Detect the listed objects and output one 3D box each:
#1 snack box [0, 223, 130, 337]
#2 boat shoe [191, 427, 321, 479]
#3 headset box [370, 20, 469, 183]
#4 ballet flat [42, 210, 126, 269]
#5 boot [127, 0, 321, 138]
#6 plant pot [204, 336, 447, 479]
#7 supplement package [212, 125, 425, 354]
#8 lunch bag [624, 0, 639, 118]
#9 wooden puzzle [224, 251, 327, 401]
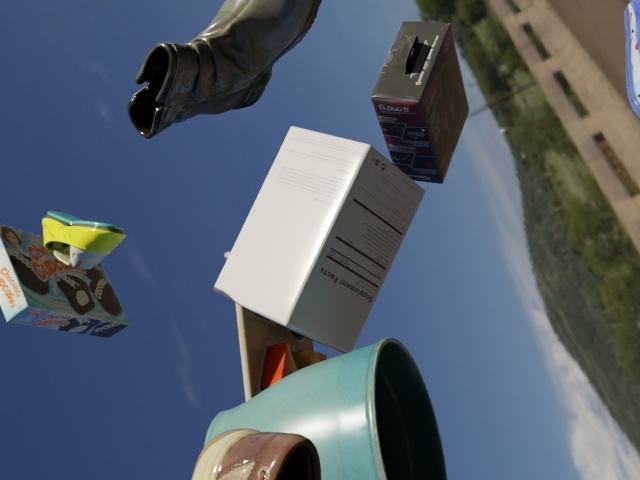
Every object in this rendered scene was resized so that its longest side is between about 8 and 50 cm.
[{"bbox_3d":[-0.515,0.085,1.659,0.187,0.060,0.322,60,-168,20],"label":"snack box"},{"bbox_3d":[-0.046,0.321,0.668,0.123,0.123,0.342,20,-113,-37],"label":"boat shoe"},{"bbox_3d":[0.210,-0.294,1.766,0.218,0.110,0.293,-66,-29,-28],"label":"headset box"},{"bbox_3d":[-0.365,0.004,1.298,0.077,0.231,0.077,13,-92,-39],"label":"ballet flat"},{"bbox_3d":[-0.100,-0.203,0.869,0.083,0.246,0.161,47,-136,13],"label":"boot"},{"bbox_3d":[0.002,0.285,1.089,0.271,0.255,0.272,-16,-90,-71],"label":"plant pot"},{"bbox_3d":[0.000,0.000,1.334,0.177,0.293,0.175,21,172,42],"label":"supplement package"},{"bbox_3d":[0.535,-0.245,1.196,0.243,0.115,0.303,25,-133,-11],"label":"lunch bag"},{"bbox_3d":[-0.068,0.207,1.769,0.322,0.080,0.348,31,-137,-60],"label":"wooden puzzle"}]
